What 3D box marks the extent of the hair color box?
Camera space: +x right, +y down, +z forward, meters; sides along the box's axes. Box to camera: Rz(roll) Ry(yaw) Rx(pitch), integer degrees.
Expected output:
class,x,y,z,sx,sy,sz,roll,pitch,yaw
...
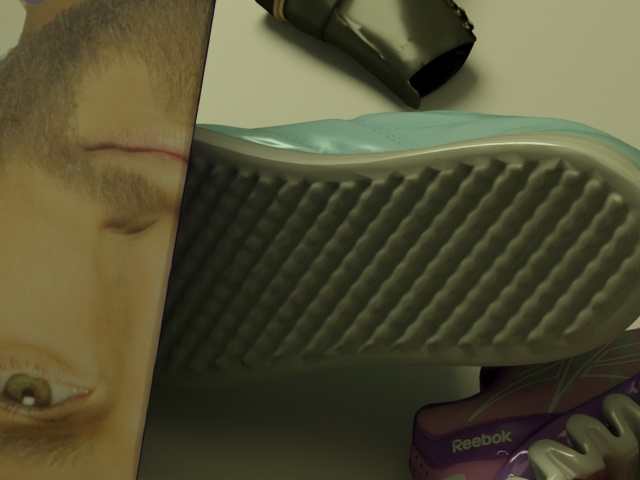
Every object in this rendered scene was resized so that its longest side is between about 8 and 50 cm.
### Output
class,x,y,z,sx,sy,sz,roll,pitch,yaw
hair color box,-0.149,-0.058,0.585,0.185,0.110,0.339,15,71,-22

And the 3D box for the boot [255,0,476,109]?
class,x,y,z,sx,sy,sz,roll,pitch,yaw
boot,0.072,-0.174,0.939,0.137,0.077,0.198,40,68,19

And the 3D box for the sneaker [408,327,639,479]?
class,x,y,z,sx,sy,sz,roll,pitch,yaw
sneaker,0.136,0.078,0.709,0.236,0.095,0.104,-27,45,-30

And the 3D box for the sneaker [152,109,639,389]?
class,x,y,z,sx,sy,sz,roll,pitch,yaw
sneaker,0.000,0.000,0.724,0.365,0.135,0.150,5,9,21
